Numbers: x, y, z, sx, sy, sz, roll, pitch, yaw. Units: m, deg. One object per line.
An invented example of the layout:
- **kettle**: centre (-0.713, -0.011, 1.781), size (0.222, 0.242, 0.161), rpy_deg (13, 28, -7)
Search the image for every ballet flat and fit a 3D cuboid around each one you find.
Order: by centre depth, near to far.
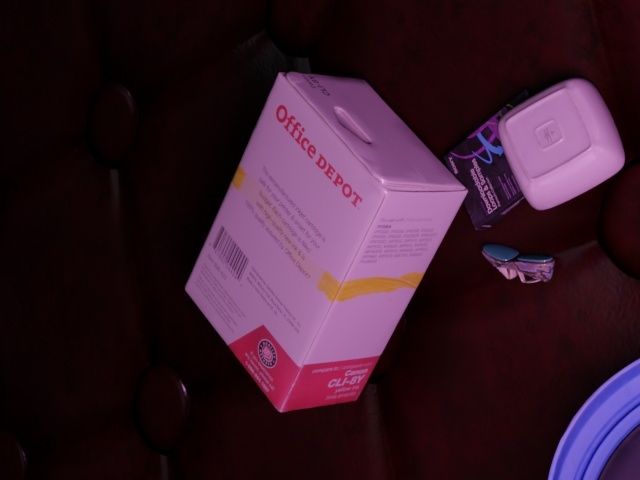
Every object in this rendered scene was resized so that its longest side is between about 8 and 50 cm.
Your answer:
- **ballet flat**: centre (0.252, 0.033, 1.941), size (0.114, 0.041, 0.041), rpy_deg (14, 99, 47)

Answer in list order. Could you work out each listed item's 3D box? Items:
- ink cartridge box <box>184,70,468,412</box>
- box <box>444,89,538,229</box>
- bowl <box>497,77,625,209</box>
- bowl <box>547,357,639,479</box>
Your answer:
- **ink cartridge box**: centre (0.000, 0.000, 2.102), size (0.279, 0.160, 0.385), rpy_deg (50, 127, 36)
- **box**: centre (0.240, -0.103, 1.962), size (0.162, 0.029, 0.116), rpy_deg (-41, 60, 39)
- **bowl**: centre (0.289, -0.125, 1.864), size (0.142, 0.053, 0.142), rpy_deg (-28, 65, 20)
- **bowl**: centre (0.430, 0.276, 1.571), size (0.391, 0.077, 0.391), rpy_deg (-14, 49, 17)
